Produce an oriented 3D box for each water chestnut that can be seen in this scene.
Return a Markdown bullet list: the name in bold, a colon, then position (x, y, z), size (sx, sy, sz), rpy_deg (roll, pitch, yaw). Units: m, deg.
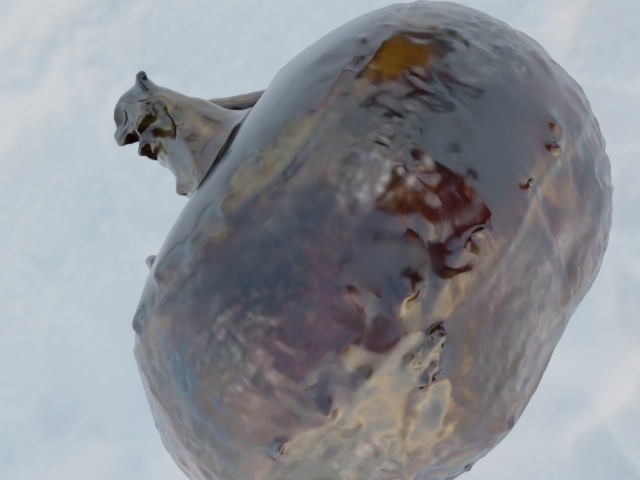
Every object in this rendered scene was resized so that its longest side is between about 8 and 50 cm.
- **water chestnut**: position (0.000, 0.000, 1.047), size (0.302, 0.350, 0.350), rpy_deg (39, 130, -1)
